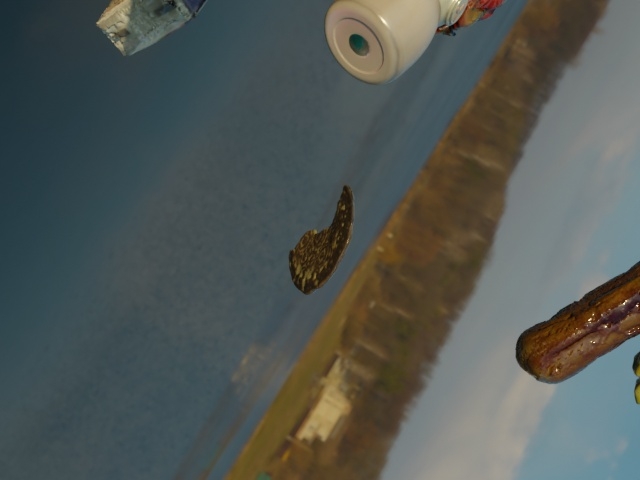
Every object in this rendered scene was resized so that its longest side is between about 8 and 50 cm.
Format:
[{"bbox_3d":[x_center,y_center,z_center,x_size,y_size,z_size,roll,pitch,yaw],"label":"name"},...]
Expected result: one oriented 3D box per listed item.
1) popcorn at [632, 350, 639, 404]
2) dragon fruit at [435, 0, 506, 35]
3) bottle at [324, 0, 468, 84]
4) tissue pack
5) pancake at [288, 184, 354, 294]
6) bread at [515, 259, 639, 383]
[{"bbox_3d":[0.641,0.233,1.710,0.242,0.235,0.250,-51,-143,22],"label":"popcorn"},{"bbox_3d":[0.256,-0.544,2.011,0.296,0.262,0.314,101,-22,-45],"label":"dragon fruit"},{"bbox_3d":[0.129,-0.355,1.664,0.236,0.147,0.147,-42,168,-31],"label":"bottle"},{"bbox_3d":[-0.311,-0.561,2.319,0.242,0.125,0.344,-19,-145,38],"label":"tissue pack"},{"bbox_3d":[0.000,0.000,1.777,0.190,0.020,0.184,-1,-106,61],"label":"pancake"},{"bbox_3d":[0.412,0.081,1.422,0.344,0.084,0.124,-32,-176,5],"label":"bread"}]
